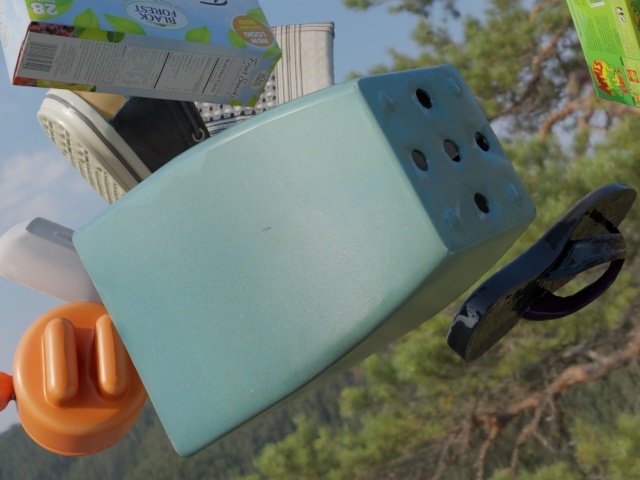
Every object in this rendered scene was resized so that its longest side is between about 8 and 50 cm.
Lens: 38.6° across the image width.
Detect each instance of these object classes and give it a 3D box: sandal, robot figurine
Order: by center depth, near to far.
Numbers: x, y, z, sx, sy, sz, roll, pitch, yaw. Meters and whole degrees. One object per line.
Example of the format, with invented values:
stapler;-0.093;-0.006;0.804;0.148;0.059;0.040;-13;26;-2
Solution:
robot figurine;-0.226;0.136;0.873;0.158;0.128;0.219;-44;-4;-27
sandal;0.370;0.062;1.405;0.446;0.107;0.167;-35;-33;-30

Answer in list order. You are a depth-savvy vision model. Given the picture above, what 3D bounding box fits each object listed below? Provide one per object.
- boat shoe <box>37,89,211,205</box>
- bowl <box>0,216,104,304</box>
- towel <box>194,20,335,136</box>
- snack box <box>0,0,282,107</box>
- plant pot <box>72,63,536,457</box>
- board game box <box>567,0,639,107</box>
boat shoe;-0.141;-0.035;1.122;0.156;0.187;0.500;-50;-43;-17
bowl;-0.291;0.021;1.022;0.142;0.142;0.053;-118;52;-77
towel;-0.127;-0.181;1.369;0.312;0.324;0.056;-4;-22;9
snack box;-0.156;-0.198;0.744;0.207;0.174;0.070;0;-38;-32
plant pot;0.000;0.000;0.569;0.234;0.165;0.166;-33;-9;40
board game box;0.298;-0.222;0.914;0.043;0.181;0.092;-34;29;-10
